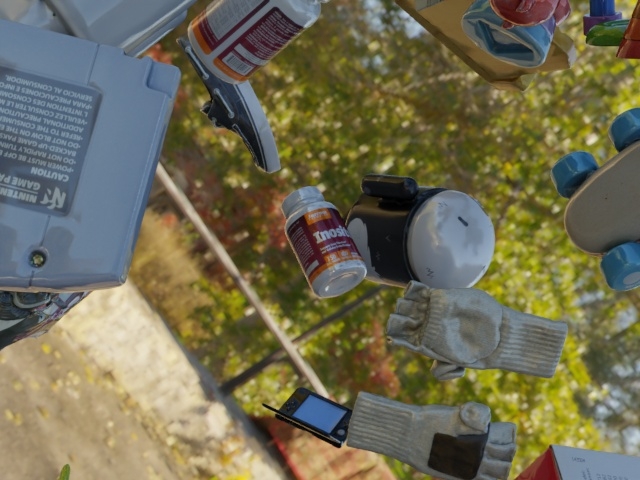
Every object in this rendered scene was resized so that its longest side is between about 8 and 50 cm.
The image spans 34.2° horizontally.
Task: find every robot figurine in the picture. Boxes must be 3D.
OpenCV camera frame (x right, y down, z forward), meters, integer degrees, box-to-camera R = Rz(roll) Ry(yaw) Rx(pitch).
[{"bbox_3d":[0.154,-0.007,1.698,0.209,0.174,0.278,10,-1,-41],"label":"robot figurine"},{"bbox_3d":[-0.261,-0.358,1.333,0.200,0.353,0.300,44,-14,26],"label":"robot figurine"}]

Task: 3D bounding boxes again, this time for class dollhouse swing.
[{"bbox_3d":[0.329,-0.481,1.906,0.346,0.315,0.305,36,-24,-20],"label":"dollhouse swing"}]

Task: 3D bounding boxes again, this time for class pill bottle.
[{"bbox_3d":[0.000,0.000,1.505,0.152,0.086,0.086,63,3,26],"label":"pill bottle"},{"bbox_3d":[-0.078,-0.336,1.506,0.121,0.221,0.121,40,28,-27],"label":"pill bottle"}]

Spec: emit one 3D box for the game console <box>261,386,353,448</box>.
[{"bbox_3d":[-0.011,0.262,1.597,0.122,0.107,0.071,22,-45,25],"label":"game console"}]

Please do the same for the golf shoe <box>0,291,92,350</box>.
[{"bbox_3d":[-0.343,0.052,1.315,0.105,0.120,0.273,35,23,10],"label":"golf shoe"}]

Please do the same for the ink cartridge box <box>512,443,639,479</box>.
[{"bbox_3d":[0.275,0.388,1.295,0.271,0.309,0.130,12,46,-21],"label":"ink cartridge box"}]

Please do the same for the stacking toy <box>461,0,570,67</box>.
[{"bbox_3d":[0.204,-0.345,1.385,0.279,0.130,0.309,29,-8,10],"label":"stacking toy"}]

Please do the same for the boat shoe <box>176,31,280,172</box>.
[{"bbox_3d":[-0.171,-0.251,1.917,0.301,0.102,0.108,65,-7,-17],"label":"boat shoe"}]

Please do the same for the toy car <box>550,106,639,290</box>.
[{"bbox_3d":[0.500,-0.036,1.554,0.238,0.210,0.219,25,35,-44],"label":"toy car"}]

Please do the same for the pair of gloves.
[{"bbox_3d":[0.155,0.169,1.196,0.204,0.240,0.042,20,16,-4],"label":"pair of gloves"}]

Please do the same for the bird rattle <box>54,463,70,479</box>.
[{"bbox_3d":[-0.306,0.397,1.243,0.207,0.143,0.253,57,-10,-30],"label":"bird rattle"}]

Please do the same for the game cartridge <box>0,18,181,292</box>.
[{"bbox_3d":[-0.269,-0.069,0.759,0.297,0.198,0.062,14,-7,-2],"label":"game cartridge"}]

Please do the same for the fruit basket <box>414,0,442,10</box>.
[{"bbox_3d":[0.198,-0.394,0.898,0.353,0.165,0.327,-5,-97,53],"label":"fruit basket"}]

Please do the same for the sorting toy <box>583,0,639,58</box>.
[{"bbox_3d":[0.482,-0.366,1.614,0.365,0.127,0.126,-96,179,-72],"label":"sorting toy"}]
